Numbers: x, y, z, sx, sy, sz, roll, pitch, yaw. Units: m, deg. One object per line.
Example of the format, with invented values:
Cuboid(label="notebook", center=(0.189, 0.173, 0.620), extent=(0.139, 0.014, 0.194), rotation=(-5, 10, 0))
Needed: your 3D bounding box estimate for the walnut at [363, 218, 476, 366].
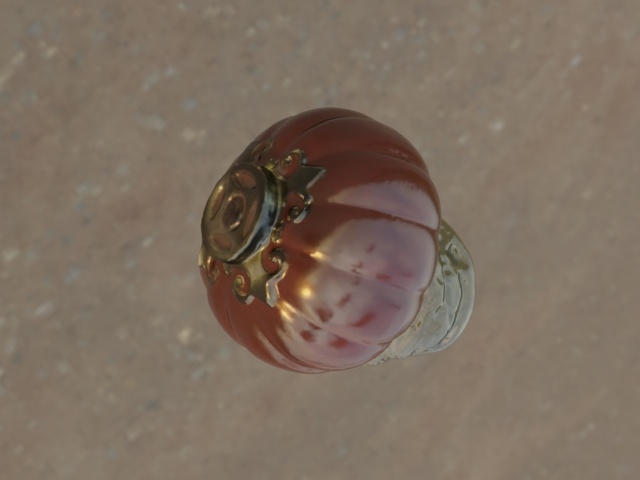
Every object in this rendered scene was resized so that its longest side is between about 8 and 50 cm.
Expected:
Cuboid(label="walnut", center=(0.087, 0.057, 2.452), extent=(0.248, 0.248, 0.248), rotation=(-35, 155, -19))

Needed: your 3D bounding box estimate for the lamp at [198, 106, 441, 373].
Cuboid(label="lamp", center=(0.000, 0.000, 2.006), extent=(0.257, 0.303, 0.303), rotation=(19, 118, -38))
